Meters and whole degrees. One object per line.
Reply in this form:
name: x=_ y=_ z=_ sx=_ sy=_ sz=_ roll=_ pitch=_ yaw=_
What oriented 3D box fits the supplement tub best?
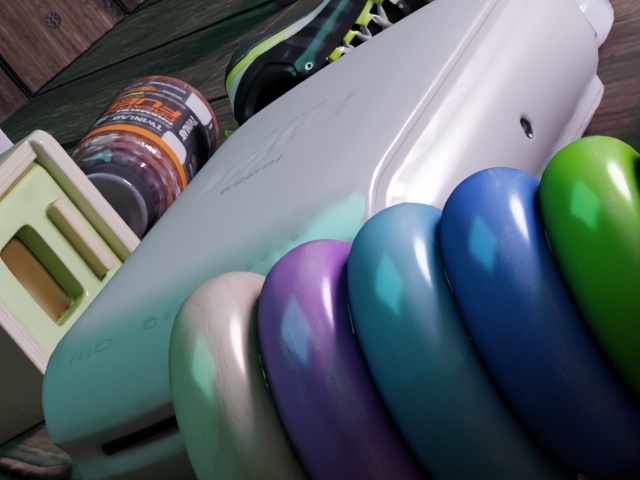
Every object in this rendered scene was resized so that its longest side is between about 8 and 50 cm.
supplement tub: x=-0.156 y=-0.062 z=1.573 sx=0.106 sy=0.106 sz=0.198 roll=-33 pitch=15 yaw=22

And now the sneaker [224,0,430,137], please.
sneaker: x=0.021 y=-0.150 z=1.513 sx=0.234 sy=0.084 sz=0.097 roll=-34 pitch=38 yaw=23

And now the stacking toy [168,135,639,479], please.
stacking toy: x=0.116 y=0.006 z=0.628 sx=0.330 sy=0.141 sz=0.141 roll=-29 pitch=16 yaw=16

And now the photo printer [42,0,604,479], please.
photo printer: x=0.000 y=0.000 z=0.965 sx=0.256 sy=0.107 sz=0.307 roll=-28 pitch=17 yaw=36

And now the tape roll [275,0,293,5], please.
tape roll: x=0.000 y=-0.369 z=2.212 sx=0.189 sy=0.080 sz=0.189 roll=-35 pitch=13 yaw=10

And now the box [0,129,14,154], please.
box: x=-0.343 y=-0.007 z=1.709 sx=0.181 sy=0.182 sz=0.119 roll=-43 pitch=14 yaw=-19

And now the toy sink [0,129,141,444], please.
toy sink: x=-0.222 y=0.023 z=1.368 sx=0.131 sy=0.153 sz=0.234 roll=-30 pitch=15 yaw=31

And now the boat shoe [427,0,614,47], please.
boat shoe: x=0.124 y=-0.195 z=1.249 sx=0.121 sy=0.119 sz=0.335 roll=-37 pitch=14 yaw=8
